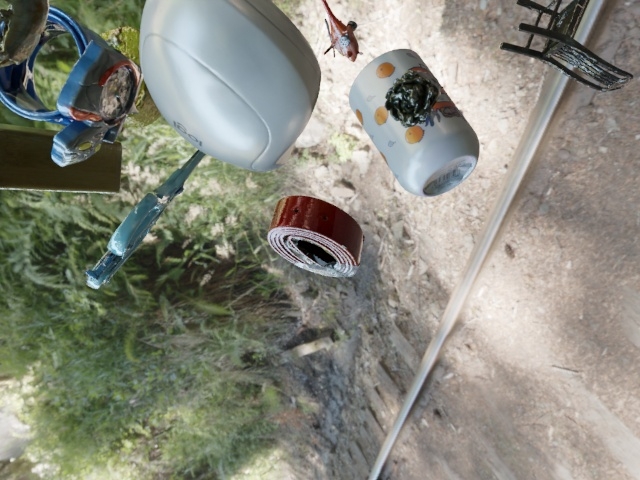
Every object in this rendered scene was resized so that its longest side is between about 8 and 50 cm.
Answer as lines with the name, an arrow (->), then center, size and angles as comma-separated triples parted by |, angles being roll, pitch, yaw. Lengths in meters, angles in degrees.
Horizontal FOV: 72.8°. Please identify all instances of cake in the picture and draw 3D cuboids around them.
cake -> -0.532, -0.457, 1.232 | 0.156, 0.178, 0.261 | -1, -89, -74

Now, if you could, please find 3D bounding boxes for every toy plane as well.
toy plane -> 0.041, -0.511, 1.025 | 0.077, 0.126, 0.194 | 3, 129, 33

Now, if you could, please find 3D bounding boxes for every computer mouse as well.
computer mouse -> -0.098, -0.143, 0.457 | 0.184, 0.121, 0.296 | 35, 170, -15

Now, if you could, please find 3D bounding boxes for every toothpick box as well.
toothpick box -> -0.704, -0.213, 1.141 | 0.187, 0.307, 0.191 | 24, 110, 50

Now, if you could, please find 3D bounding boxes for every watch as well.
watch -> -0.589, -0.343, 0.983 | 0.274, 0.306, 0.241 | 29, -175, -2

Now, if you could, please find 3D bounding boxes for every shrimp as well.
shrimp -> -0.389, -0.253, 0.445 | 0.035, 0.195, 0.148 | 34, 109, 32

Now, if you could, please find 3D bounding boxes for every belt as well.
belt -> 0.000, 0.000, 1.257 | 0.227, 0.323, 0.115 | -17, 50, 44

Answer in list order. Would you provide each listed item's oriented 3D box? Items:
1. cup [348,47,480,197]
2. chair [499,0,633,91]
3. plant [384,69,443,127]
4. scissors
cup -> 0.229, -0.270, 1.049 | 0.212, 0.212, 0.318 | 109, 140, -57
chair -> 0.423, -0.337, 0.716 | 0.084, 0.212, 0.102 | -148, 79, -88
plant -> 0.179, -0.271, 0.815 | 0.092, 0.143, 0.094 | 43, 133, 0
scissors -> -0.253, -0.079, 0.723 | 0.032, 0.393, 0.180 | 37, 134, -15
